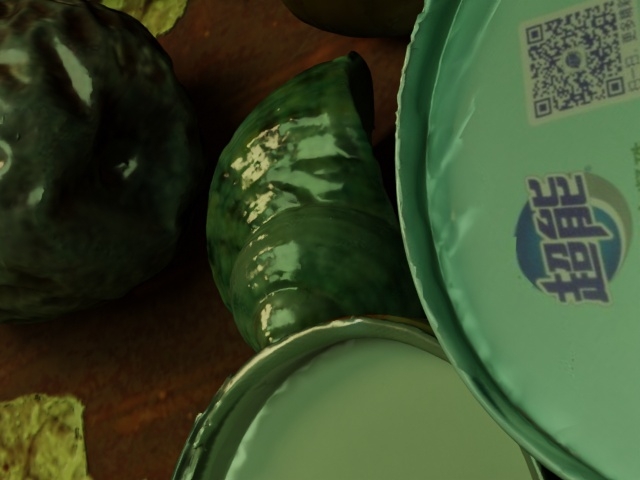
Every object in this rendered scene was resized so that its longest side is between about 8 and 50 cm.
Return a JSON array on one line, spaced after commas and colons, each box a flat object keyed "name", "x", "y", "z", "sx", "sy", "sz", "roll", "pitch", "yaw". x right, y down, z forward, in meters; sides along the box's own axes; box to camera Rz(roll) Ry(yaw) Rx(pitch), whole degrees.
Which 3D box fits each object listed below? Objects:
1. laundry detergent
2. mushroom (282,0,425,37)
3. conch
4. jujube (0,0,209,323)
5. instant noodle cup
[{"name": "laundry detergent", "x": 0.230, "y": -0.020, "z": 0.565, "sx": 0.287, "sy": 0.305, "sz": 0.287, "roll": -10, "pitch": 74, "yaw": 36}, {"name": "mushroom", "x": 0.021, "y": -0.329, "z": 0.817, "sx": 0.224, "sy": 0.313, "sz": 0.397, "roll": 14, "pitch": 93, "yaw": 42}, {"name": "conch", "x": -0.003, "y": -0.002, "z": 0.846, "sx": 0.176, "sy": 0.122, "sz": 0.188, "roll": 113, "pitch": 148, "yaw": -42}, {"name": "jujube", "x": -0.232, "y": -0.054, "z": 0.990, "sx": 0.317, "sy": 0.226, "sz": 0.226, "roll": -2, "pitch": 78, "yaw": 42}, {"name": "instant noodle cup", "x": 0.072, "y": 0.166, "z": 0.699, "sx": 0.296, "sy": 0.214, "sz": 0.296, "roll": -10, "pitch": 73, "yaw": 35}]
